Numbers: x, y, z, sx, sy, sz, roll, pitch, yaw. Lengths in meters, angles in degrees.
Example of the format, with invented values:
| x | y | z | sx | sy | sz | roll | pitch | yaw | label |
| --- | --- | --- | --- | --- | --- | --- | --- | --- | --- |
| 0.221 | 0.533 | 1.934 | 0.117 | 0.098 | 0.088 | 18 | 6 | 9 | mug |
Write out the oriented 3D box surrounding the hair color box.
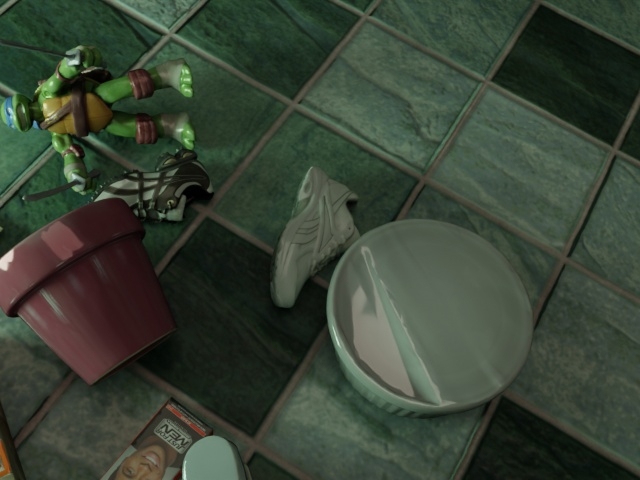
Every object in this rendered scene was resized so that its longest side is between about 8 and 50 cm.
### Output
| x | y | z | sx | sy | sz | roll | pitch | yaw | label |
| --- | --- | --- | --- | --- | --- | --- | --- | --- | --- |
| -0.203 | 0.272 | 0.912 | 0.072 | 0.043 | 0.141 | 35 | 63 | 9 | hair color box |

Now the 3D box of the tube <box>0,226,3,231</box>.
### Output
| x | y | z | sx | sy | sz | roll | pitch | yaw | label |
| --- | --- | --- | --- | --- | --- | --- | --- | --- | --- |
| -0.536 | 0.049 | 0.976 | 0.070 | 0.062 | 0.240 | 50 | 52 | -27 | tube |

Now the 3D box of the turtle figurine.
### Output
| x | y | z | sx | sy | sz | roll | pitch | yaw | label |
| --- | --- | --- | --- | --- | --- | --- | --- | --- | --- |
| -0.307 | -0.168 | 1.046 | 0.266 | 0.274 | 0.198 | -11 | 94 | -20 | turtle figurine |

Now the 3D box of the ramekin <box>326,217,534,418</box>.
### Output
| x | y | z | sx | sy | sz | roll | pitch | yaw | label |
| --- | --- | --- | --- | --- | --- | --- | --- | --- | --- |
| 0.135 | 0.114 | 1.001 | 0.272 | 0.127 | 0.273 | 4 | 62 | -7 | ramekin |

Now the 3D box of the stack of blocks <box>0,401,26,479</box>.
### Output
| x | y | z | sx | sy | sz | roll | pitch | yaw | label |
| --- | --- | --- | --- | --- | --- | --- | --- | --- | --- |
| -0.452 | 0.256 | 0.858 | 0.171 | 0.087 | 0.297 | -22 | 68 | -19 | stack of blocks |

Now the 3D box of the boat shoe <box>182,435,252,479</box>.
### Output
| x | y | z | sx | sy | sz | roll | pitch | yaw | label |
| --- | --- | --- | --- | --- | --- | --- | --- | --- | --- |
| -0.103 | 0.365 | 0.854 | 0.096 | 0.088 | 0.268 | -22 | 59 | 7 | boat shoe |

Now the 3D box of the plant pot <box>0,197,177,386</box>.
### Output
| x | y | z | sx | sy | sz | roll | pitch | yaw | label |
| --- | --- | --- | --- | --- | --- | --- | --- | --- | --- |
| -0.284 | 0.074 | 0.934 | 0.201 | 0.201 | 0.180 | -33 | 88 | -23 | plant pot |

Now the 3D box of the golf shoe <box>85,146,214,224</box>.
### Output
| x | y | z | sx | sy | sz | roll | pitch | yaw | label |
| --- | --- | --- | --- | --- | --- | --- | --- | --- | --- |
| -0.245 | -0.057 | 1.064 | 0.198 | 0.077 | 0.094 | -33 | 71 | -21 | golf shoe |

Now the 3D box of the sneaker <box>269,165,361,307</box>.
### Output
| x | y | z | sx | sy | sz | roll | pitch | yaw | label |
| --- | --- | --- | --- | --- | --- | --- | --- | --- | --- |
| 0.000 | 0.000 | 1.066 | 0.115 | 0.090 | 0.232 | 21 | 62 | -1 | sneaker |
